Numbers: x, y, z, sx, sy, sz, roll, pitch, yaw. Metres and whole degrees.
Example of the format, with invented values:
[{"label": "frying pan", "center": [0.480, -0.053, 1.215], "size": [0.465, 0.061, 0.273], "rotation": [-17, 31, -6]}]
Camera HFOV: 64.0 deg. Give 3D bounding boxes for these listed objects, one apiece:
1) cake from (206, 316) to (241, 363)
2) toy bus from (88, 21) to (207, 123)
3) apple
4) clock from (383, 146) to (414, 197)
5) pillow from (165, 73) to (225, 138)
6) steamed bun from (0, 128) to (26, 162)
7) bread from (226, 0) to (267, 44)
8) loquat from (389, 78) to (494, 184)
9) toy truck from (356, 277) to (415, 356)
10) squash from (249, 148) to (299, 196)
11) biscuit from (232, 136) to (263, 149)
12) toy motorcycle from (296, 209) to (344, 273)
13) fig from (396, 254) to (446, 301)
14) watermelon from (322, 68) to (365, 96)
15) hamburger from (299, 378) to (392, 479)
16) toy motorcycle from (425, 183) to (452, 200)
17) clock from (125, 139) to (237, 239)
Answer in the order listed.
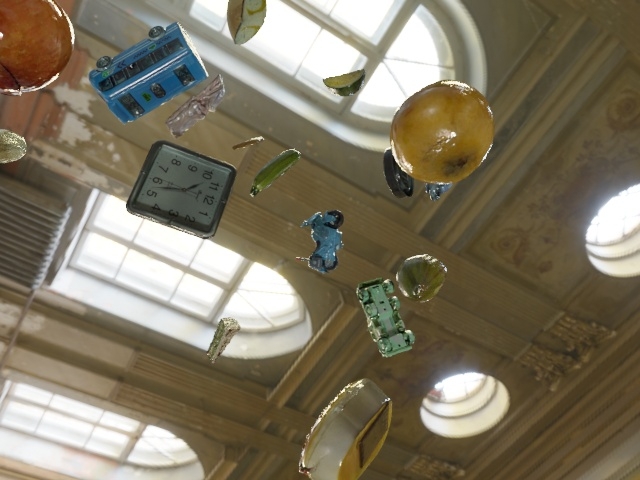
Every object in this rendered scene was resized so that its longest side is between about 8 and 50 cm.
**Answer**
[{"label": "cake", "center": [-0.279, 0.274, 1.404], "size": [0.051, 0.055, 0.140], "rotation": [42, -78, 32]}, {"label": "toy bus", "center": [-0.395, -0.381, 1.180], "size": [0.247, 0.113, 0.134], "rotation": [-30, -117, 0]}, {"label": "apple", "center": [-0.635, -0.432, 1.030], "size": [0.272, 0.251, 0.206], "rotation": [16, -126, 43]}, {"label": "clock", "center": [0.265, -0.231, 1.735], "size": [0.040, 0.184, 0.184], "rotation": [-13, -134, 29]}, {"label": "pillow", "center": [-0.408, -0.440, 1.712], "size": [0.248, 0.049, 0.135], "rotation": [-44, 176, -12]}, {"label": "steamed bun", "center": [-1.036, -0.307, 1.661], "size": [0.113, 0.090, 0.130], "rotation": [-32, 176, 36]}, {"label": "bread", "center": [-0.193, -0.572, 1.284], "size": [0.083, 0.094, 0.157], "rotation": [-29, 143, -41]}, {"label": "loquat", "center": [0.305, -0.271, 1.291], "size": [0.263, 0.263, 0.263], "rotation": [-53, -160, 30]}, {"label": "toy truck", "center": [0.209, 0.269, 1.743], "size": [0.259, 0.129, 0.135], "rotation": [66, -29, 23]}, {"label": "squash", "center": [-0.168, -0.252, 1.834], "size": [0.252, 0.066, 0.066], "rotation": [-44, -172, -26]}, {"label": "biscuit", "center": [-0.172, -0.241, 1.257], "size": [0.092, 0.082, 0.016], "rotation": [5, -66, 64]}, {"label": "toy motorcycle", "center": [0.000, 0.000, 2.158], "size": [0.124, 0.182, 0.271], "rotation": [-11, 108, -73]}, {"label": "fig", "center": [0.286, 0.124, 1.449], "size": [0.149, 0.149, 0.245], "rotation": [-57, 177, 18]}, {"label": "watermelon", "center": [0.106, -0.643, 2.133], "size": [0.182, 0.075, 0.091], "rotation": [-12, -123, 12]}, {"label": "hamburger", "center": [0.063, 0.474, 1.278], "size": [0.295, 0.152, 0.226], "rotation": [-24, 129, -49]}, {"label": "toy motorcycle", "center": [0.460, -0.317, 1.908], "size": [0.182, 0.241, 0.318], "rotation": [13, -69, 53]}, {"label": "clock", "center": [-0.425, -0.157, 1.583], "size": [0.049, 0.279, 0.273], "rotation": [130, -22, -61]}]
